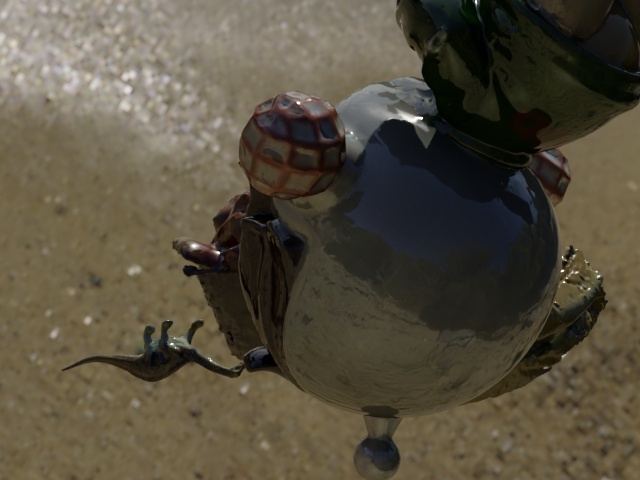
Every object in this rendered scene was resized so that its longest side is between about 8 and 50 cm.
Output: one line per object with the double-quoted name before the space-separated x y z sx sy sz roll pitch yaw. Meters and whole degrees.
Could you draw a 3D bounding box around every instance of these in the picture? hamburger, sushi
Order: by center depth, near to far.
"sushi" 0.000 0.000 1.661 0.343 0.196 0.182 -32 99 -42
"hamburger" 0.187 0.115 1.970 0.211 0.309 0.132 -38 104 -49

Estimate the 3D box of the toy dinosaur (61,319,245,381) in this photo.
"toy dinosaur" -0.146 0.098 1.444 0.037 0.180 0.058 46 47 -45

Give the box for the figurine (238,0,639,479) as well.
"figurine" 0.081 -0.047 0.872 0.167 0.370 0.281 42 22 31
